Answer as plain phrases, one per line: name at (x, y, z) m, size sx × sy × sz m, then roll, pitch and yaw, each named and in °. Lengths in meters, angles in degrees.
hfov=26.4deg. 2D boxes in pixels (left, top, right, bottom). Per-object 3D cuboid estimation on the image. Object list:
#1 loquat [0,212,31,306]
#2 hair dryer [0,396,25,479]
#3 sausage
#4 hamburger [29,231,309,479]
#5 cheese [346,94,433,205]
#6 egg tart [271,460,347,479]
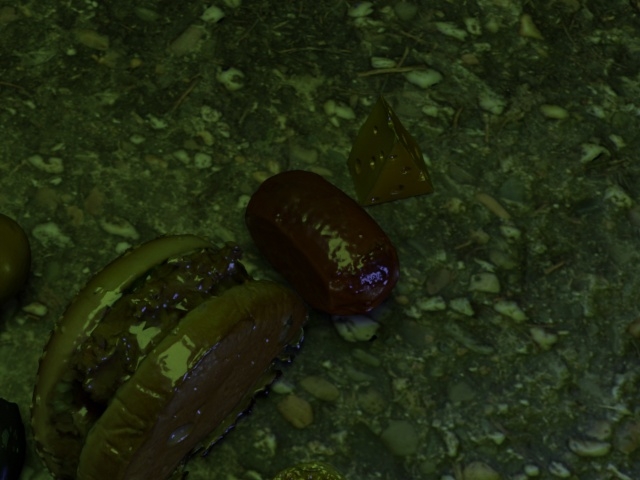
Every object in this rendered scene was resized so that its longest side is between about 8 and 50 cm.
loquat at (-0.523, 0.037, 2.060) m, size 0.172 × 0.149 × 0.205 m, roll -8°, pitch 73°, yaw -6°
hair dryer at (-0.553, 0.340, 1.932) m, size 0.271 × 0.091 × 0.236 m, roll -1°, pitch 68°, yaw 15°
sausage at (0.001, -0.001, 2.065) m, size 0.141 × 0.153 × 0.268 m, roll -31°, pitch 61°, yaw -31°
hamburger at (-0.232, 0.141, 1.912) m, size 0.268 × 0.287 × 0.445 m, roll 34°, pitch 62°, yaw 22°
cheese at (0.111, -0.145, 2.143) m, size 0.126 × 0.171 × 0.093 m, roll -12°, pitch 58°, yaw -5°
egg tart at (-0.015, 0.371, 1.895) m, size 0.130 × 0.052 × 0.130 m, roll -1°, pitch 57°, yaw 1°
